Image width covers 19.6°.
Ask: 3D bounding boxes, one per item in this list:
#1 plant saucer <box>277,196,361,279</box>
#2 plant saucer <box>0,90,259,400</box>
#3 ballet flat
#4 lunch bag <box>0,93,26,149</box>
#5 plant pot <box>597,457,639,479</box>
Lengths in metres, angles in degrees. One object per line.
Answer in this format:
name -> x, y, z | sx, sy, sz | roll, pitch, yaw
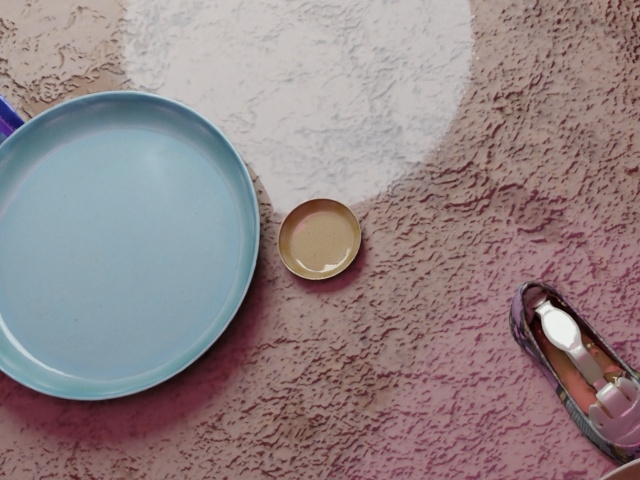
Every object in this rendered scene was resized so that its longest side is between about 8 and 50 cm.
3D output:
plant saucer -> 0.000, 0.000, 1.783 | 0.083, 0.015, 0.083 | -4, 71, 13
plant saucer -> -0.208, 0.007, 1.819 | 0.317, 0.044, 0.317 | -4, 71, 13
ballet flat -> 0.244, 0.122, 1.647 | 0.077, 0.079, 0.221 | -39, 68, -2
lunch bag -> -0.448, -0.125, 1.786 | 0.221, 0.293, 0.138 | -42, 68, -2
plant pot -> 0.282, 0.341, 1.489 | 0.191, 0.284, 0.284 | 40, 84, -14
